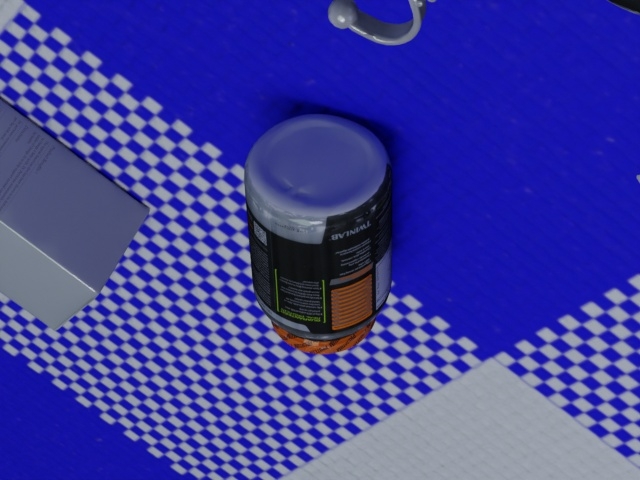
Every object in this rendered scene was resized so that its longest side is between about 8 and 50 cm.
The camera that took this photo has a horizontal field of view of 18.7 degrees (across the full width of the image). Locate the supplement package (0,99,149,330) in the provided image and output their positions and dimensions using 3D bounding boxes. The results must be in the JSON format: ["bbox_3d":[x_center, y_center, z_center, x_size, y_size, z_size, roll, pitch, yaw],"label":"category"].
[{"bbox_3d":[-0.262,-0.024,1.719,0.179,0.105,0.105,38,143,-12],"label":"supplement package"}]

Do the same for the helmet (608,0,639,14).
[{"bbox_3d":[0.213,-0.217,1.123,0.169,0.169,0.161,16,159,15],"label":"helmet"}]

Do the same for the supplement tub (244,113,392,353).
[{"bbox_3d":[0.000,0.000,1.567,0.117,0.117,0.190,17,143,15],"label":"supplement tub"}]

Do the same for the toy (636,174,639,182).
[{"bbox_3d":[0.341,0.010,1.403,0.137,0.056,0.237,-2,143,40],"label":"toy"}]

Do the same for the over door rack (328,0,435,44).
[{"bbox_3d":[0.028,-0.306,1.070,0.108,0.239,0.324,7,140,18],"label":"over door rack"}]
